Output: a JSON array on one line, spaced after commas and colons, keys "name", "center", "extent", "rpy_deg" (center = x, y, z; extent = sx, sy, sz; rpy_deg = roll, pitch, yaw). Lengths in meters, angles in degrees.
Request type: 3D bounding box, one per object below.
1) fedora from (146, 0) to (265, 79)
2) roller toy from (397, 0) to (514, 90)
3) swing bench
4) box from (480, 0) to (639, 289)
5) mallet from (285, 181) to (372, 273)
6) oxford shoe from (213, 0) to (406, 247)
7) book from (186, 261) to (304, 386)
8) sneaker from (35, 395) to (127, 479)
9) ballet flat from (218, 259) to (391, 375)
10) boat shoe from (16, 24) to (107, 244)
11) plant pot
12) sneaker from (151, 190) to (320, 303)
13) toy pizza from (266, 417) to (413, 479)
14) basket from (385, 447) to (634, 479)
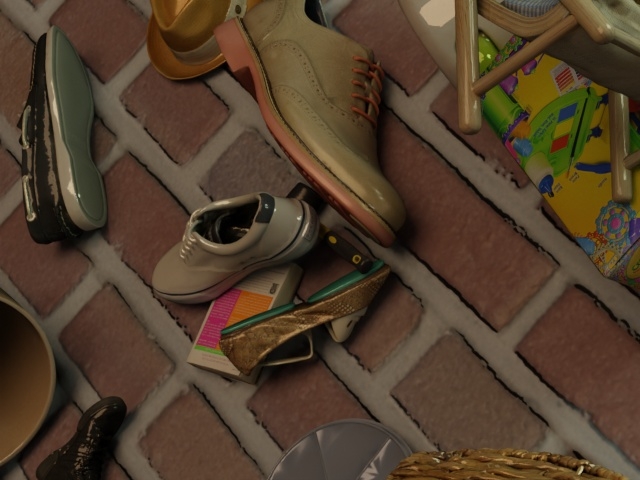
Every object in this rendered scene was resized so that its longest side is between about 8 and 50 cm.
[{"name": "fedora", "center": [-0.162, -0.300, 2.190], "extent": [0.194, 0.079, 0.194], "rpy_deg": [-15, 59, 27]}, {"name": "roller toy", "center": [0.183, -0.248, 1.856], "extent": [0.146, 0.191, 0.209], "rpy_deg": [-34, 76, 14]}, {"name": "swing bench", "center": [0.219, -0.201, 1.497], "extent": [0.165, 0.253, 0.255], "rpy_deg": [-34, 57, 32]}, {"name": "box", "center": [0.343, -0.139, 1.662], "extent": [0.290, 0.177, 0.279], "rpy_deg": [-49, 48, 22]}, {"name": "mallet", "center": [0.000, 0.000, 1.927], "extent": [0.062, 0.039, 0.190], "rpy_deg": [-49, 36, 7]}, {"name": "oxford shoe", "center": [0.011, -0.157, 1.965], "extent": [0.146, 0.140, 0.397], "rpy_deg": [-36, 53, 4]}, {"name": "book", "center": [-0.088, 0.085, 1.971], "extent": [0.096, 0.035, 0.144], "rpy_deg": [13, 74, 41]}, {"name": "sneaker", "center": [-0.269, 0.265, 1.987], "extent": [0.170, 0.051, 0.089], "rpy_deg": [-46, 50, 11]}, {"name": "ballet flat", "center": [-0.009, 0.090, 1.894], "extent": [0.206, 0.073, 0.067], "rpy_deg": [-24, 95, 7]}, {"name": "boat shoe", "center": [-0.344, -0.137, 2.204], "extent": [0.091, 0.114, 0.302], "rpy_deg": [-21, 56, 17]}, {"name": "plant pot", "center": [-0.479, 0.117, 2.101], "extent": [0.256, 0.256, 0.274], "rpy_deg": [-48, 34, 3]}, {"name": "sneaker", "center": [-0.116, -0.002, 1.959], "extent": [0.258, 0.091, 0.094], "rpy_deg": [-25, 46, 40]}, {"name": "toy pizza", "center": [0.022, 0.282, 1.794], "extent": [0.201, 0.032, 0.201], "rpy_deg": [-16, 57, 27]}, {"name": "basket", "center": [0.191, 0.339, 1.612], "extent": [0.299, 0.223, 0.213], "rpy_deg": [6, 37, 36]}]
